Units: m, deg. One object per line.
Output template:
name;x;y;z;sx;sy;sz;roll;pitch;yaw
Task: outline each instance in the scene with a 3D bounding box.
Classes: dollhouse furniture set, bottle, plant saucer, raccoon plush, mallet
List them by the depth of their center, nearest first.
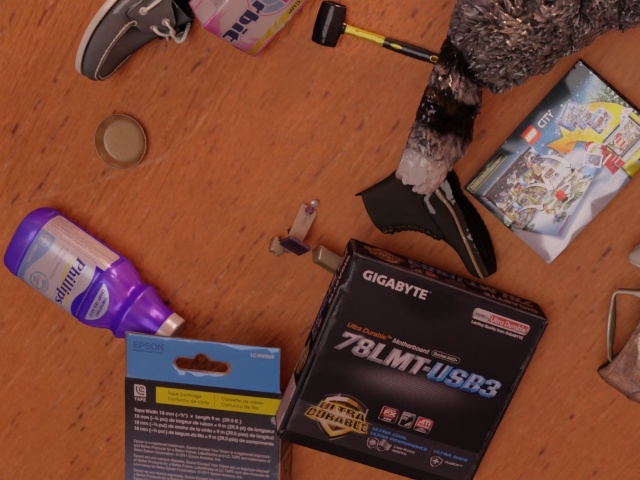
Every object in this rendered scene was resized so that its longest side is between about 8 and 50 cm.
raccoon plush;0.310;-0.236;1.566;0.299;0.216;0.446;21;109;5
mallet;0.078;-0.267;1.706;0.190;0.039;0.062;26;106;5
dollhouse furniture set;0.000;0.000;1.797;0.114;0.091;0.081;31;67;-16
plant saucer;-0.296;-0.148;1.842;0.083;0.015;0.083;3;103;14
bottle;-0.336;0.068;1.858;0.283;0.092;0.118;35;115;5

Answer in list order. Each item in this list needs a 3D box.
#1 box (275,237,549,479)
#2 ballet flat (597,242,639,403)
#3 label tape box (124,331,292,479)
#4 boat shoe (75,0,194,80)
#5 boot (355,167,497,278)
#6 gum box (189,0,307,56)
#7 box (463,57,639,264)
box;0.123;0.180;1.721;0.296;0.073;0.293;20;108;-12
ballet flat;0.448;0.067;1.643;0.106;0.107;0.316;25;107;23
label tape box;-0.165;0.292;1.849;0.241;0.106;0.333;5;103;11
boat shoe;-0.218;-0.328;1.731;0.099;0.116;0.319;46;104;6
boot;0.148;-0.016;1.726;0.137;0.077;0.197;-30;80;24
gum box;-0.081;-0.345;1.685;0.188;0.107;0.062;-44;50;19
box;0.329;-0.105;1.664;0.159;0.044;0.233;43;109;4
